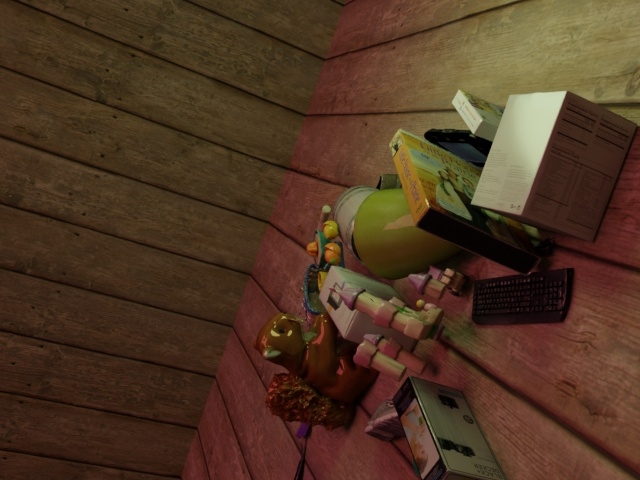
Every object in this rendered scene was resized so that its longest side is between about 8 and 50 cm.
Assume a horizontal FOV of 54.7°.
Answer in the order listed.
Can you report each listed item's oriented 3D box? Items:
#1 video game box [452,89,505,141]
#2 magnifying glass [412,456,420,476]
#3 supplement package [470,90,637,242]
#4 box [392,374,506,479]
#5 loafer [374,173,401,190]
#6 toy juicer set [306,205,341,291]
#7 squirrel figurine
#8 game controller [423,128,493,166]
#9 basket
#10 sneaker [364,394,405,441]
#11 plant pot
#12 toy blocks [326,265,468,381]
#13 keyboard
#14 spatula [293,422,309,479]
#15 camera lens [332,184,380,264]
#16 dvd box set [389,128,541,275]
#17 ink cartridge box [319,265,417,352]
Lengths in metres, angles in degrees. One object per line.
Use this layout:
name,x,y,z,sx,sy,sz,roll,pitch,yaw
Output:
video game box,0.450,-0.294,1.565,0.187,0.205,0.048,-98,31,-51
magnifying glass,0.275,0.499,1.621,0.092,0.026,0.231,-43,36,53
supplement package,0.497,-0.161,1.340,0.262,0.198,0.199,-71,20,4
box,0.288,0.455,1.415,0.087,0.169,0.290,-60,22,23
loafer,0.200,-0.149,2.260,0.251,0.087,0.094,-60,23,29
toy juicer set,0.000,0.000,2.118,0.329,0.090,0.209,-104,16,-48
squirrel figurine,-0.046,0.419,2.013,0.281,0.370,0.397,21,93,70
game controller,0.406,-0.253,1.700,0.067,0.166,0.319,-67,20,2
basket,0.040,0.181,2.238,0.254,0.201,0.289,-94,21,-44
sneaker,0.197,0.471,1.699,0.281,0.105,0.115,-48,19,61
plant pot,0.288,-0.033,1.730,0.293,0.275,0.274,-10,63,58
toy blocks,0.182,0.169,1.607,0.309,0.260,0.288,-65,-24,3
keyboard,0.464,0.096,1.454,0.317,0.033,0.201,-20,55,64
spatula,-0.072,0.781,2.270,0.084,0.030,0.296,-36,41,55
camera lens,0.167,-0.053,2.074,0.219,0.219,0.274,-66,21,16
dvd box set,0.336,-0.107,1.509,0.062,0.308,0.420,-58,18,28
ink cartridge box,0.147,0.211,1.899,0.131,0.226,0.306,-67,19,10
